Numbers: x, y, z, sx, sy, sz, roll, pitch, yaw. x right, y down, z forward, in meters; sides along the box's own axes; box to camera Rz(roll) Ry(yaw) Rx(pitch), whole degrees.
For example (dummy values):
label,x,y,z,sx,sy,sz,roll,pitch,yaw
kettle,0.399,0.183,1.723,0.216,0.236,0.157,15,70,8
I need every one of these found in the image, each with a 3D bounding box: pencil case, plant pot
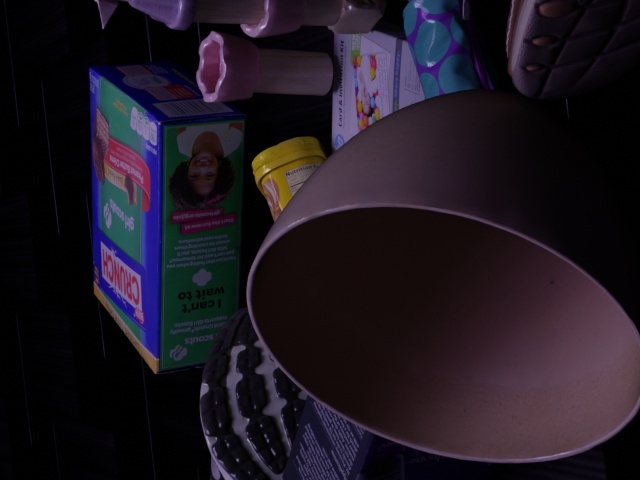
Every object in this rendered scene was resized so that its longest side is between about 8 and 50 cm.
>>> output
label,x,y,z,sx,sy,sz,roll,pitch,yaw
pencil case,0.115,-0.136,1.282,0.070,0.064,0.152,-41,60,51
plant pot,0.109,0.002,1.139,0.284,0.284,0.191,118,174,-53

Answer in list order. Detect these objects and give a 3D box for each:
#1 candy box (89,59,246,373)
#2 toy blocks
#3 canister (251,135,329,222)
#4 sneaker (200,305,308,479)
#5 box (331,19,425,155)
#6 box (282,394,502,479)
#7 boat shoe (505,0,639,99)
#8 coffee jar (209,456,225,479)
label,x,y,z,sx,sy,sz,roll,pitch,yaw
candy box,-0.193,-0.036,1.942,0.268,0.122,0.317,-142,49,-58
toy blocks,-0.082,-0.311,1.382,0.309,0.260,0.289,-45,50,54
canister,0.000,0.000,1.530,0.126,0.073,0.170,55,-166,-68
sneaker,-0.035,0.268,1.666,0.182,0.158,0.410,95,165,-69
box,0.065,-0.120,1.434,0.186,0.038,0.145,-145,52,-61
box,0.070,0.171,1.362,0.207,0.153,0.108,104,148,-42
boat shoe,0.196,-0.239,1.024,0.116,0.123,0.324,-112,33,-45
coffee jar,-0.083,0.259,1.804,0.079,0.096,0.184,-128,37,-54
